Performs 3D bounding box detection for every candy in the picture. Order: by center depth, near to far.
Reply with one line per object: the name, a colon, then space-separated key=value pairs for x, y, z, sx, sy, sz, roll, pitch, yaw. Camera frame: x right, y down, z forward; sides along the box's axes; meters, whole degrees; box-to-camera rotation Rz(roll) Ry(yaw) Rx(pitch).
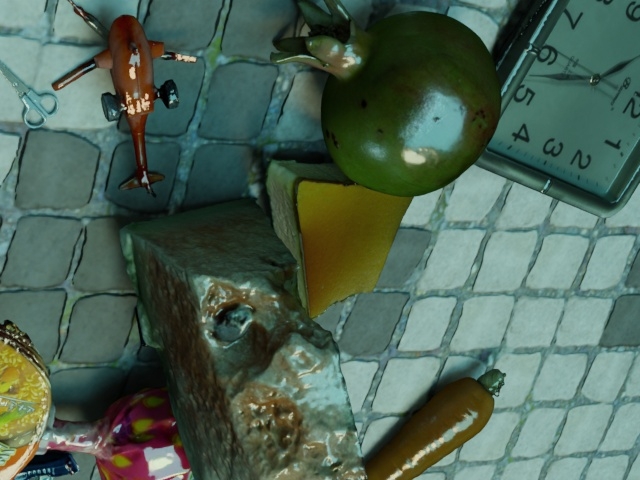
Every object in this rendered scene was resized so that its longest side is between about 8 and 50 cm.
candy: x=-0.269 y=0.191 z=1.388 sx=0.365 sy=0.124 sz=0.124 roll=7 pitch=114 yaw=-28

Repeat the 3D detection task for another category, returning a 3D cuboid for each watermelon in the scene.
watermelon: x=-0.081 y=0.101 z=1.328 sx=0.151 sy=0.302 sz=0.264 roll=-14 pitch=102 yaw=-10

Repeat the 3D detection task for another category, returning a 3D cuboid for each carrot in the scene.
carrot: x=0.092 y=0.266 z=1.704 sx=0.336 sy=0.069 sz=0.069 roll=-41 pitch=133 yaw=-2

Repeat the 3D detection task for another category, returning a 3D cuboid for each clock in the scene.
clock: x=0.297 y=-0.176 z=1.569 sx=0.278 sy=0.049 sz=0.273 roll=19 pitch=107 yaw=-40

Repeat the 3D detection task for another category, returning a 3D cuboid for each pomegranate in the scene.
pomegranate: x=0.060 y=-0.145 z=1.353 sx=0.224 sy=0.181 sz=0.181 roll=33 pitch=97 yaw=-27

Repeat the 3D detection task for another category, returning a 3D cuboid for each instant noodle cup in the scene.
instant noodle cup: x=-0.355 y=0.110 z=1.219 sx=0.213 sy=0.174 sz=0.213 roll=-17 pitch=127 yaw=-24

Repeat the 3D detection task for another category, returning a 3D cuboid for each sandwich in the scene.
sandwich: x=0.000 y=0.000 z=1.446 sx=0.193 sy=0.058 sz=0.162 roll=0 pitch=118 yaw=-51

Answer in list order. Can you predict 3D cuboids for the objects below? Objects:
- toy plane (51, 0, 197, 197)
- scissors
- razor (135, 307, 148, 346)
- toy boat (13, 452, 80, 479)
toy plane: x=-0.173 y=-0.115 z=1.275 sx=0.126 sy=0.077 sz=0.194 roll=3 pitch=126 yaw=-26
scissors: x=-0.258 y=-0.131 z=1.245 sx=0.036 sy=0.006 sz=0.083 roll=-41 pitch=134 yaw=-5
razor: x=-0.131 y=0.105 z=1.472 sx=0.154 sy=0.044 sz=0.028 roll=18 pitch=137 yaw=-43
toy boat: x=-0.279 y=0.233 z=1.443 sx=0.083 sy=0.038 sz=0.038 roll=-4 pitch=120 yaw=-33
